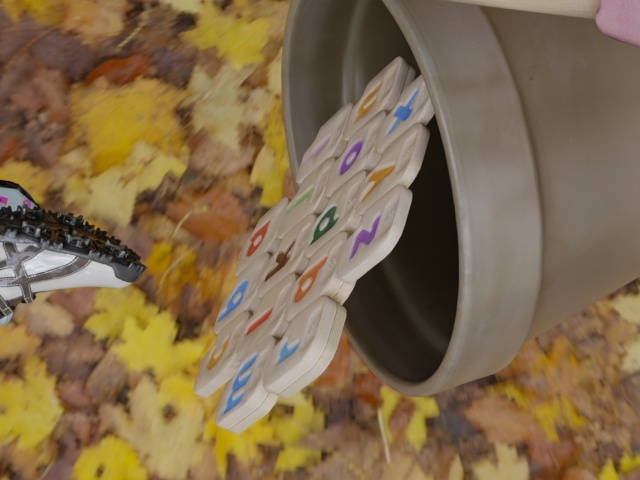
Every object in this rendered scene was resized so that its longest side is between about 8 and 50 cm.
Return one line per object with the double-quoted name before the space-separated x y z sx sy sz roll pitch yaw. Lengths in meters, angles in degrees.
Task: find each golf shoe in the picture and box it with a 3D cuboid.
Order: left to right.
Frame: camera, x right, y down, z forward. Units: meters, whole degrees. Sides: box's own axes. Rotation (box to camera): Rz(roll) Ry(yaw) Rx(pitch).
"golf shoe" -0.224 0.022 1.213 0.198 0.077 0.094 10 103 -14

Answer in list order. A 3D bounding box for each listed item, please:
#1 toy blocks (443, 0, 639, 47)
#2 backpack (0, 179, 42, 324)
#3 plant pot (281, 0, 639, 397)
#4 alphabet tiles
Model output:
"toy blocks" 0.161 -0.241 0.636 0.260 0.309 0.288 11 74 24
"backpack" -0.326 0.009 1.531 0.182 0.115 0.152 1 144 24
"plant pot" 0.155 -0.075 1.289 0.280 0.323 0.323 -14 100 -19
"alphabet tiles" 0.000 0.000 1.233 0.021 0.284 0.278 31 141 -17
